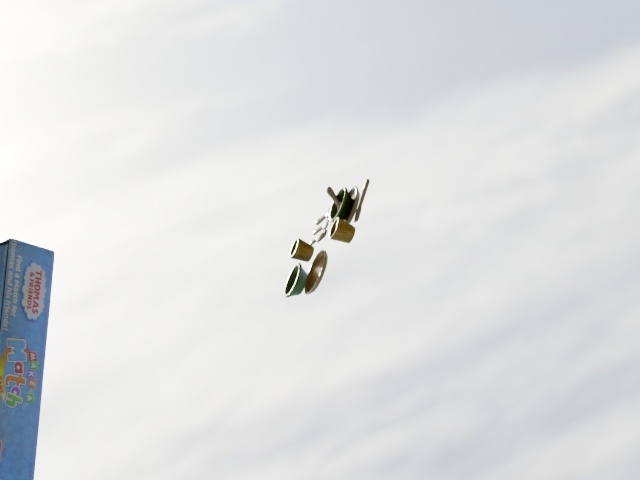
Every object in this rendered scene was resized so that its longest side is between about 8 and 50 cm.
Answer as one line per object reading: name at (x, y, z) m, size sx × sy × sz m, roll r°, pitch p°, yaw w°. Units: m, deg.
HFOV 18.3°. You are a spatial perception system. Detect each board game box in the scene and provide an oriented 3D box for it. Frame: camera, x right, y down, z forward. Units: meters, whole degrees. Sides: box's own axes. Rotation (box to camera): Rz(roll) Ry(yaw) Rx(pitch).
board game box at (-0.243, 0.095, 1.189) m, size 0.211 × 0.039 × 0.160 m, roll -13°, pitch -113°, yaw 44°

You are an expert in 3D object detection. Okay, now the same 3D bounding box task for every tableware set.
tableware set at (0.000, 0.000, 1.937) m, size 0.154 × 0.024 × 0.104 m, roll -36°, pitch -145°, yaw 65°
